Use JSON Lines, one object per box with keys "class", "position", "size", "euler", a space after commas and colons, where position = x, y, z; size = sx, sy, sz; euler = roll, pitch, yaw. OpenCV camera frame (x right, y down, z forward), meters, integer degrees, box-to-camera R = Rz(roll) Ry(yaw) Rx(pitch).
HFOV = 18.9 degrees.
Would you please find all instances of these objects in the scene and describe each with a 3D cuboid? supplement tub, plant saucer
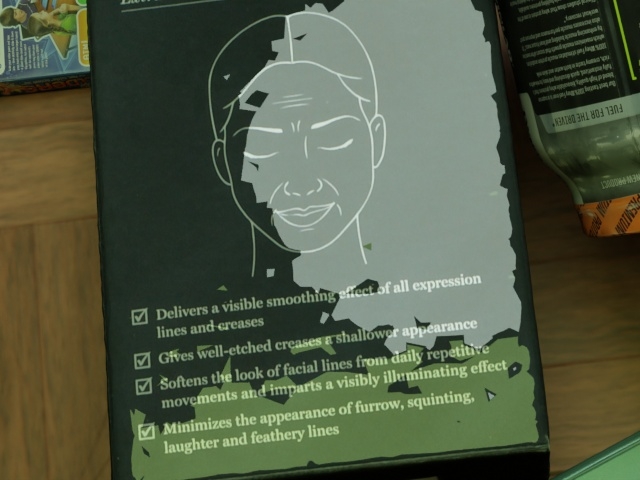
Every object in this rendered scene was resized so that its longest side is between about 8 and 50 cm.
{"class": "supplement tub", "position": [0.216, -0.172, 1.315], "size": [0.193, 0.193, 0.316], "euler": [-14, 94, 1]}
{"class": "plant saucer", "position": [0.188, 0.206, 1.437], "size": [0.192, 0.018, 0.067], "euler": [-28, 74, -4]}

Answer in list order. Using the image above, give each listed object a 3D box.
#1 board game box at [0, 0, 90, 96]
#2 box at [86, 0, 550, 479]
{"class": "board game box", "position": [-0.224, -0.222, 1.588], "size": [0.136, 0.035, 0.201], "euler": [-5, 74, 4]}
{"class": "box", "position": [0.000, 0.000, 1.405], "size": [0.293, 0.212, 0.395], "euler": [-6, 72, 4]}
